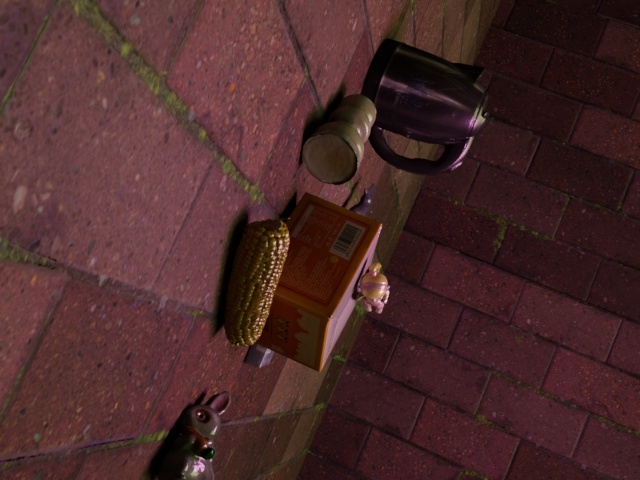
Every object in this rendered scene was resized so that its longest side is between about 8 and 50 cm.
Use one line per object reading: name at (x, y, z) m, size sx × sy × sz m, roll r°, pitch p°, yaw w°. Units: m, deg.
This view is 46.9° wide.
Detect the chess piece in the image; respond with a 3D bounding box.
chess piece at (0.058, -0.243, 1.661) m, size 0.243 × 0.133 × 0.133 m, roll -61°, pitch 167°, yaw -46°

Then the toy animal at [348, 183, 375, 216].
toy animal at (0.072, -0.013, 2.220) m, size 0.367 × 0.081 × 0.206 m, roll -64°, pitch 166°, yaw 4°

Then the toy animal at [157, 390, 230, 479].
toy animal at (-0.263, 0.410, 1.528) m, size 0.108 × 0.138 × 0.236 m, roll 41°, pitch 38°, yaw -38°

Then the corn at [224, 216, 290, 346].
corn at (-0.134, 0.079, 1.456) m, size 0.101 × 0.101 × 0.310 m, roll -48°, pitch 162°, yaw -57°

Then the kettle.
kettle at (0.278, -0.334, 1.951) m, size 0.228 × 0.324 × 0.321 m, roll -8°, pitch 119°, yaw -76°

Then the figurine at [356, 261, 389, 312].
figurine at (0.120, 0.116, 1.693) m, size 0.083 × 0.083 × 0.187 m, roll -63°, pitch 162°, yaw -22°

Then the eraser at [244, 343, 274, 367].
eraser at (-0.122, 0.215, 1.861) m, size 0.092 × 0.046 × 0.213 m, roll 15°, pitch 97°, yaw -79°

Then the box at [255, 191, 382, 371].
box at (-0.023, 0.094, 1.683) m, size 0.284 × 0.213 × 0.260 m, roll -58°, pitch 168°, yaw -34°
